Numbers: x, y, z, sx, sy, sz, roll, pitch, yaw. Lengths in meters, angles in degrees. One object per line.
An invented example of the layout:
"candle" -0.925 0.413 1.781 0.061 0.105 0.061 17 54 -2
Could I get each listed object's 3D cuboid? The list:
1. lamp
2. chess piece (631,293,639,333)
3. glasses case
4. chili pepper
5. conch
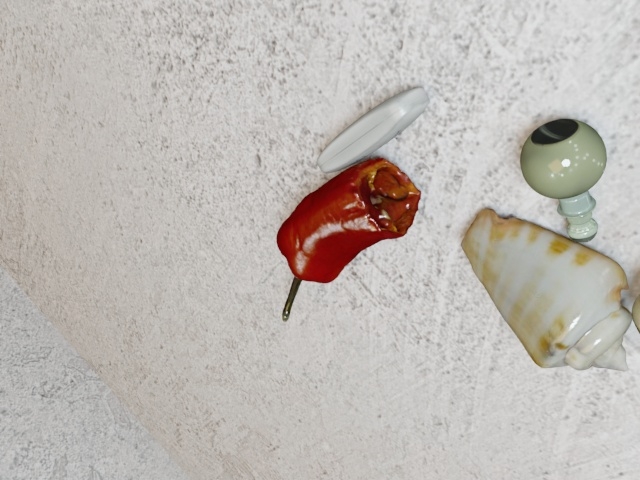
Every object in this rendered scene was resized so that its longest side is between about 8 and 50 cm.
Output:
"lamp" 0.291 -0.060 0.683 0.091 0.091 0.163 1 132 40
"chess piece" 0.417 -0.062 0.547 0.117 0.117 0.397 23 130 27
"glasses case" 0.068 -0.148 0.806 0.197 0.076 0.049 -30 95 47
"chili pepper" 0.000 -0.005 0.920 0.131 0.134 0.338 38 140 -12
"conch" 0.280 0.076 0.746 0.255 0.127 0.158 34 136 18
